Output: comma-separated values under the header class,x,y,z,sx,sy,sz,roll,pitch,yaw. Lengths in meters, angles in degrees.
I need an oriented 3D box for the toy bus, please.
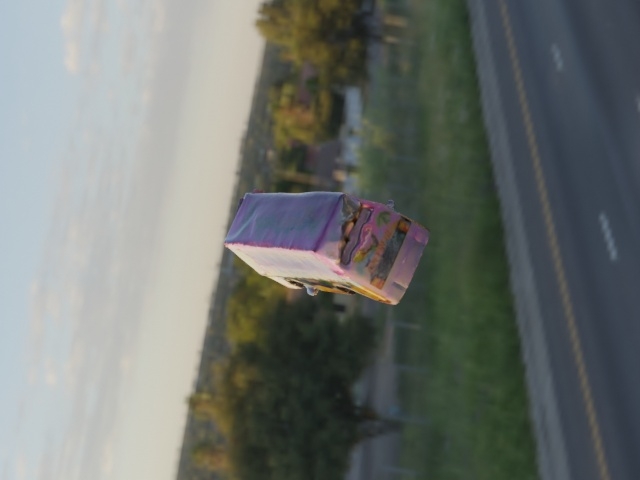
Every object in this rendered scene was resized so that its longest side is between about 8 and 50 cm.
class,x,y,z,sx,sy,sz,roll,pitch,yaw
toy bus,0.000,0.001,1.384,0.274,0.112,0.090,2,66,65
